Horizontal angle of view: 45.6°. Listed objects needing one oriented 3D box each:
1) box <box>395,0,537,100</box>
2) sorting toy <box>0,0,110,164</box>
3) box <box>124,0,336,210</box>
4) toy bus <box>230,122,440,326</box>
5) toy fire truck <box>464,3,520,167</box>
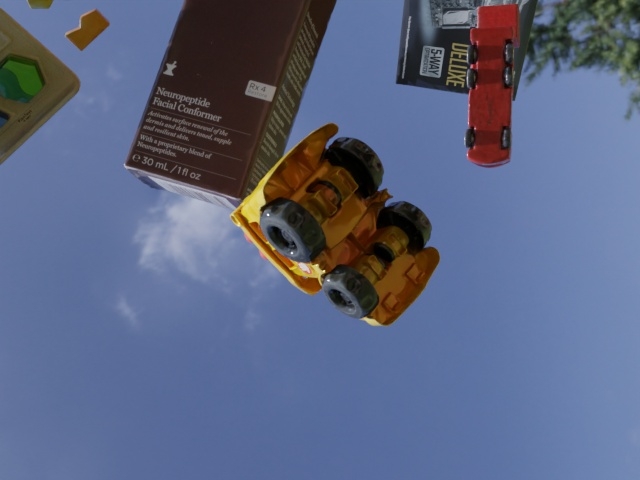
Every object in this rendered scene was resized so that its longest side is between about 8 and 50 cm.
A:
[{"bbox_3d":[0.278,-0.426,1.436,0.076,0.243,0.307,-69,-13,-46],"label":"box"},{"bbox_3d":[-0.476,-0.270,1.121,0.229,0.307,0.041,44,-168,-30],"label":"sorting toy"},{"bbox_3d":[-0.127,-0.244,1.150,0.143,0.191,0.381,50,-123,-75],"label":"box"},{"bbox_3d":[0.000,0.000,0.922,0.220,0.211,0.149,48,-121,-10],"label":"toy bus"},{"bbox_3d":[0.188,-0.171,0.828,0.135,0.047,0.191,1,-90,-73],"label":"toy fire truck"}]
